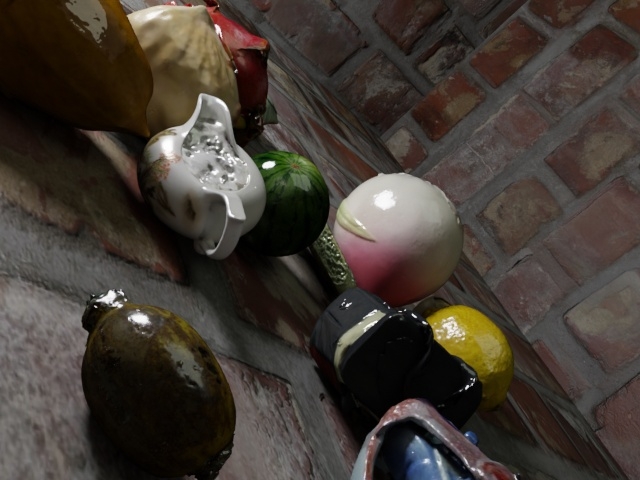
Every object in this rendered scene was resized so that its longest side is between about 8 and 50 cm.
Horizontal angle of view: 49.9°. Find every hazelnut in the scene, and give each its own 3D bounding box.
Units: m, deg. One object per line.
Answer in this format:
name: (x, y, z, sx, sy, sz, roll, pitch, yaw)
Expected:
hazelnut: (-0.255, -0.292, 1.193, 0.261, 0.241, 0.261, 39, 13, -11)

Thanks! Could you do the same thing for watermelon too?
watermelon: (-0.079, -0.056, 1.226, 0.188, 0.215, 0.188, 13, 45, -13)

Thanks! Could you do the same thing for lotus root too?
lotus root: (-0.156, 0.133, 0.642, 0.209, 0.120, 0.120, 53, 16, 7)

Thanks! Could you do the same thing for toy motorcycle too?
toy motorcycle: (0.147, 0.371, 0.879, 0.319, 0.241, 0.182, -115, -163, -53)

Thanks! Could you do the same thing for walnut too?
walnut: (-0.352, -0.267, 0.951, 0.336, 0.209, 0.209, 48, 13, -31)

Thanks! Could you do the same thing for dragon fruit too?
dragon fruit: (-0.223, -0.349, 1.427, 0.315, 0.250, 0.250, 41, 15, 3)

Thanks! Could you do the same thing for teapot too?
teapot: (-0.170, -0.086, 1.041, 0.204, 0.139, 0.298, 10, 45, -37)

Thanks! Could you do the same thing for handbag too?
handbag: (0.112, 0.203, 1.065, 0.254, 0.181, 0.181, 43, -4, -23)

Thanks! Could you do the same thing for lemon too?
lemon: (0.300, 0.248, 1.452, 0.204, 0.204, 0.260, 26, 26, -54)

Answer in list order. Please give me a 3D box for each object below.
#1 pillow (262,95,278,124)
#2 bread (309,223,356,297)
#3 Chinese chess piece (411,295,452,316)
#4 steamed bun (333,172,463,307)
pillow: (-0.237, -0.389, 1.698, 0.310, 0.119, 0.312, 43, 16, -6)
bread: (0.000, 0.000, 1.394, 0.287, 0.056, 0.207, 63, -2, 9)
Chinese chess piece: (0.323, 0.253, 1.694, 0.250, 0.103, 0.250, 41, 17, -16)
steamed bun: (0.157, 0.024, 1.536, 0.309, 0.309, 0.309, 44, 16, -16)
